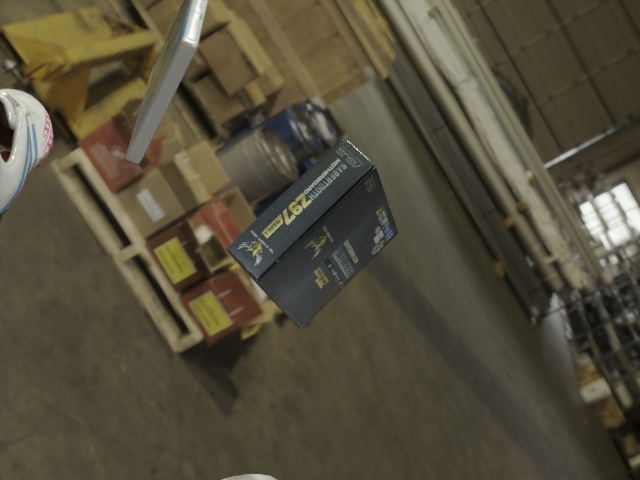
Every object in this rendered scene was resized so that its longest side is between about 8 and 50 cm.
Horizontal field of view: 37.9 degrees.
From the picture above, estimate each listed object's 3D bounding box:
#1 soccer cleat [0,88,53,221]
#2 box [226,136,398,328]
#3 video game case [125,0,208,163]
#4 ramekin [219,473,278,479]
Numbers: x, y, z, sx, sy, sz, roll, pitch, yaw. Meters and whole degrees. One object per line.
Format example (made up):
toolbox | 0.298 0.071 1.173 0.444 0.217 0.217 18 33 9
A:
soccer cleat | -0.408 -0.147 1.206 0.116 0.143 0.331 12 30 -13
box | 0.000 0.000 1.114 0.059 0.183 0.232 44 -6 22
video game case | -0.195 -0.234 1.218 0.023 0.212 0.193 22 43 -17
ramekin | -0.130 0.440 1.194 0.127 0.273 0.273 49 6 37
